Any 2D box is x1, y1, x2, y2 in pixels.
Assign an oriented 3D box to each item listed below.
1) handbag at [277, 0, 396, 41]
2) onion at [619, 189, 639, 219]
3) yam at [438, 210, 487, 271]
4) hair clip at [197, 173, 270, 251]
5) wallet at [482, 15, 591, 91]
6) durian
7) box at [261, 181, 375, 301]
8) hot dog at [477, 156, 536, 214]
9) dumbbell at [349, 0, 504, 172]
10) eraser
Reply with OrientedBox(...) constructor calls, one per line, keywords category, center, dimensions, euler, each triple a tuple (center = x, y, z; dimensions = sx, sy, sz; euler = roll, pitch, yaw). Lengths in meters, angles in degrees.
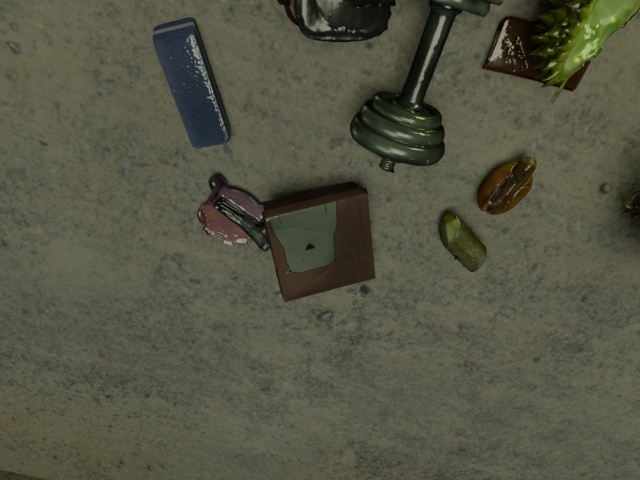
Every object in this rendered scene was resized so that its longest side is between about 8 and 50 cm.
OrientedBox(category="handbag", center=(0.015, -0.423, 0.658), dimensions=(0.181, 0.181, 0.254), euler=(-4, 122, -9))
OrientedBox(category="onion", center=(0.719, -0.053, 0.842), dimensions=(0.348, 0.285, 0.347), euler=(-14, 114, -35))
OrientedBox(category="yam", center=(0.304, 0.006, 0.990), dimensions=(0.146, 0.069, 0.070), euler=(40, 116, -21))
OrientedBox(category="hair clip", center=(-0.181, -0.044, 1.002), dimensions=(0.187, 0.056, 0.146), euler=(34, 119, -7))
OrientedBox(category="wallet", center=(0.386, -0.326, 0.802), dimensions=(0.176, 0.026, 0.095), euler=(13, 120, -6))
OrientedBox(category="durian", center=(0.442, -0.389, 0.677), dimensions=(0.170, 0.157, 0.355), euler=(29, 112, -19))
OrientedBox(category="box", center=(0.000, 0.000, 0.964), dimensions=(0.215, 0.086, 0.215), euler=(-14, 123, -8))
OrientedBox(category="hot dog", center=(0.378, -0.108, 0.920), dimensions=(0.090, 0.060, 0.140), euler=(32, 115, -21))
OrientedBox(category="dumbbell", center=(0.173, -0.297, 0.743), dimensions=(0.179, 0.179, 0.406), euler=(14, 121, -6))
OrientedBox(category="eraser", center=(-0.237, -0.286, 0.853), dimensions=(0.082, 0.036, 0.225), euler=(-10, 121, 9))
